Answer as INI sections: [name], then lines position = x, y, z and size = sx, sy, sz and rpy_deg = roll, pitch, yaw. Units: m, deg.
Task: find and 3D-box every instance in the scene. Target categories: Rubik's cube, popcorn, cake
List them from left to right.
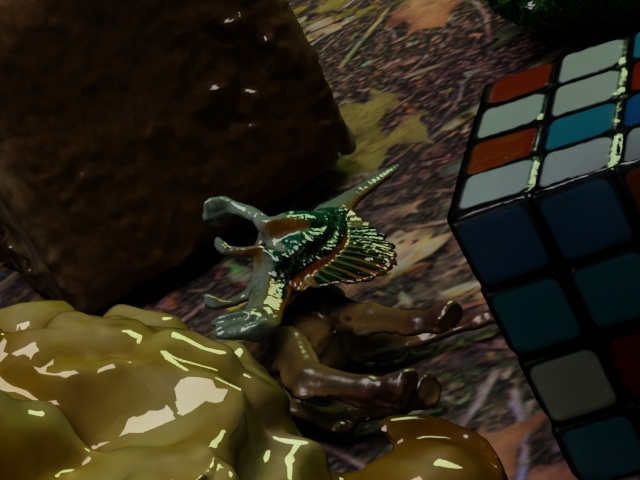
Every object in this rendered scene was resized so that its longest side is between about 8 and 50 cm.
[cake]
position = -0.163, -0.122, 1.384
size = 0.282, 0.255, 0.290
rpy_deg = -32, 17, -10
[popcorn]
position = -0.087, 0.138, 0.762
size = 0.332, 0.225, 0.265
rpy_deg = -10, 28, -17
[Rubik's cube]
position = 0.165, -0.005, 0.866
size = 0.154, 0.151, 0.155
rpy_deg = -19, 21, 22

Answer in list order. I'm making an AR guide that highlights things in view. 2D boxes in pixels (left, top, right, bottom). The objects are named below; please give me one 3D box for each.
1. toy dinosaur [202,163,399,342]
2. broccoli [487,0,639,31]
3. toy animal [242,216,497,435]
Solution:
[toy dinosaur]
position = 0.001, 0.003, 1.064
size = 0.187, 0.044, 0.106
rpy_deg = -16, 29, -33
[broccoli]
position = 0.191, -0.292, 1.354
size = 0.297, 0.297, 0.297
rpy_deg = -17, 57, 28
[toy animal]
position = 0.007, 0.043, 1.080
size = 0.149, 0.054, 0.275
rpy_deg = -30, 20, -15
